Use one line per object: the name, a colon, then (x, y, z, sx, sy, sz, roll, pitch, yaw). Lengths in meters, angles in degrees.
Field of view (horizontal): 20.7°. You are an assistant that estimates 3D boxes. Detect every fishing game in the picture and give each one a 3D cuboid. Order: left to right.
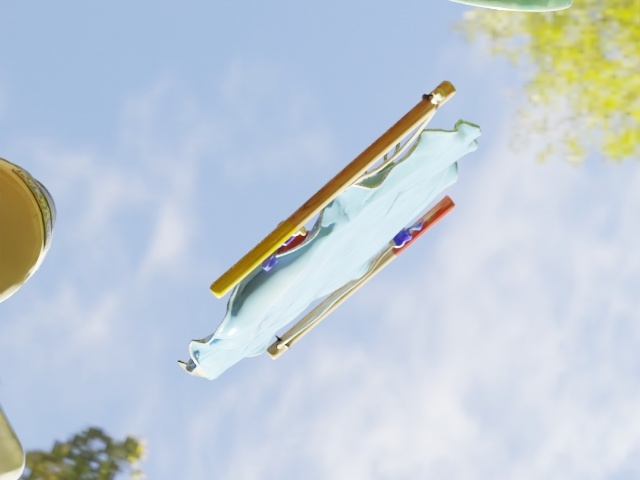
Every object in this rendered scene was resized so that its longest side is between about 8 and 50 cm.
fishing game: (0.000, 0.000, 0.862, 0.189, 0.264, 0.041, -41, -100, 0)

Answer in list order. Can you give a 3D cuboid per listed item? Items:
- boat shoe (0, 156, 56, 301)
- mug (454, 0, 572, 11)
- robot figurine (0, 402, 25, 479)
boat shoe: (-0.208, 0.013, 0.667, 0.219, 0.070, 0.077, -9, -84, -2)
mug: (0.140, -0.252, 1.427, 0.129, 0.158, 0.097, -7, -66, -32)
robot figurine: (-0.374, 0.181, 1.142, 0.353, 0.200, 0.300, -30, -62, -10)
